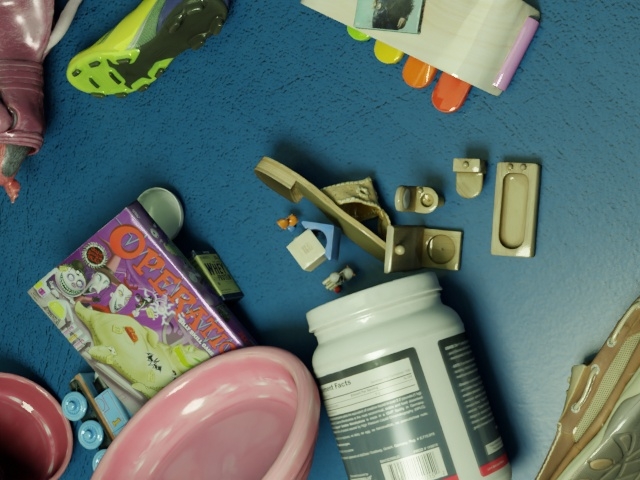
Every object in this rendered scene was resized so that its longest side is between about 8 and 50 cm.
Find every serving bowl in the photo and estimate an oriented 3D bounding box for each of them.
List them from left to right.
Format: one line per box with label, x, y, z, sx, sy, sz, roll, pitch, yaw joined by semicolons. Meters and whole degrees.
serving bowl;-0.230;-0.035;1.453;0.083;0.027;0.083;0;90;25

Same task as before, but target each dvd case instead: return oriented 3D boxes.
dvd case;0.089;-0.313;1.216;0.087;0.013;0.119;12;94;25

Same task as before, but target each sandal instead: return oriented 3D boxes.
sandal;0.032;-0.058;1.300;0.240;0.088;0.079;33;78;11

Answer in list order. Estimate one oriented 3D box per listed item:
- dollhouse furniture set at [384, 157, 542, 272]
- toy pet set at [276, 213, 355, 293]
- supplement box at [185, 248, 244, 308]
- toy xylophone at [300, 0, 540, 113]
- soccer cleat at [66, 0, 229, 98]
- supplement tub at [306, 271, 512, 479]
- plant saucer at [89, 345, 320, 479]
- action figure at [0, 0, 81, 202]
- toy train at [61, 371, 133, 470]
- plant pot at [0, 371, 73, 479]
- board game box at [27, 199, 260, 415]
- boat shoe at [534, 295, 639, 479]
dollhouse furniture set;0.173;-0.028;1.210;0.151;0.123;0.144;5;93;25
toy pet set;0.000;0.000;1.307;0.065;0.114;0.122;-39;76;8
supplement box;-0.170;0.070;1.410;0.083;0.056;0.083;-40;75;21
toy xylophone;0.126;-0.321;1.252;0.323;0.081;0.236;39;106;20
soccer cleat;-0.245;-0.299;1.439;0.289;0.093;0.121;-24;50;28
supplement tub;0.102;0.192;1.210;0.191;0.191;0.272;-21;82;24
plant saucer;-0.134;0.273;1.211;0.332;0.332;0.084;-22;120;24
action figure;-0.443;-0.239;1.477;0.276;0.248;0.370;-5;86;7
toy train;-0.298;0.264;1.465;0.105;0.080;0.184;-36;74;12
plant pot;-0.500;0.326;1.507;0.180;0.201;0.201;-45;72;36
board game box;-0.216;0.140;1.376;0.208;0.056;0.347;-38;95;17
boat shoe;0.341;0.190;1.153;0.324;0.123;0.116;-59;35;23
